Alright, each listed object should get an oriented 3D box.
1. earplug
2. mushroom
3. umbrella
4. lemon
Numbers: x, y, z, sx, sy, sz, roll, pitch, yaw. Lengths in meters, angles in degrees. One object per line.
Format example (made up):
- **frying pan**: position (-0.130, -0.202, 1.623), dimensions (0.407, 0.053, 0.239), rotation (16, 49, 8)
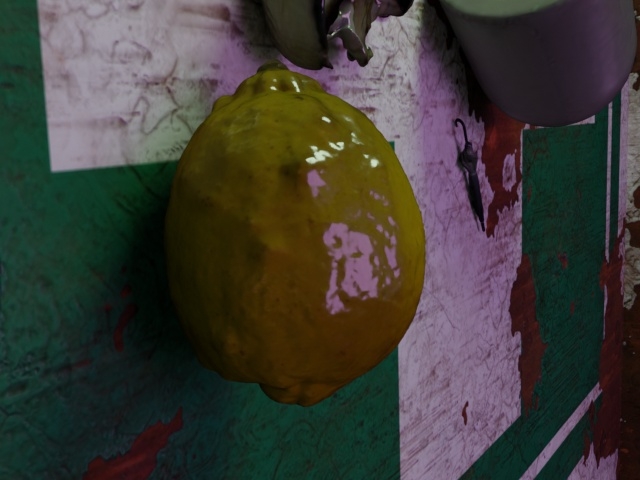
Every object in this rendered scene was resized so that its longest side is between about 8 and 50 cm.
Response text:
- **earplug**: position (0.407, -0.392, 1.451), dimensions (0.394, 0.313, 0.312), rotation (47, 54, -51)
- **mushroom**: position (0.027, -0.334, 1.025), dimensions (0.344, 0.130, 0.247), rotation (-52, 151, -40)
- **umbrella**: position (0.296, -0.116, 1.553), dimensions (0.044, 0.044, 0.268), rotation (-33, 125, -17)
- **lemon**: position (-0.024, -0.001, 0.829), dimensions (0.285, 0.286, 0.316), rotation (36, 78, -54)
